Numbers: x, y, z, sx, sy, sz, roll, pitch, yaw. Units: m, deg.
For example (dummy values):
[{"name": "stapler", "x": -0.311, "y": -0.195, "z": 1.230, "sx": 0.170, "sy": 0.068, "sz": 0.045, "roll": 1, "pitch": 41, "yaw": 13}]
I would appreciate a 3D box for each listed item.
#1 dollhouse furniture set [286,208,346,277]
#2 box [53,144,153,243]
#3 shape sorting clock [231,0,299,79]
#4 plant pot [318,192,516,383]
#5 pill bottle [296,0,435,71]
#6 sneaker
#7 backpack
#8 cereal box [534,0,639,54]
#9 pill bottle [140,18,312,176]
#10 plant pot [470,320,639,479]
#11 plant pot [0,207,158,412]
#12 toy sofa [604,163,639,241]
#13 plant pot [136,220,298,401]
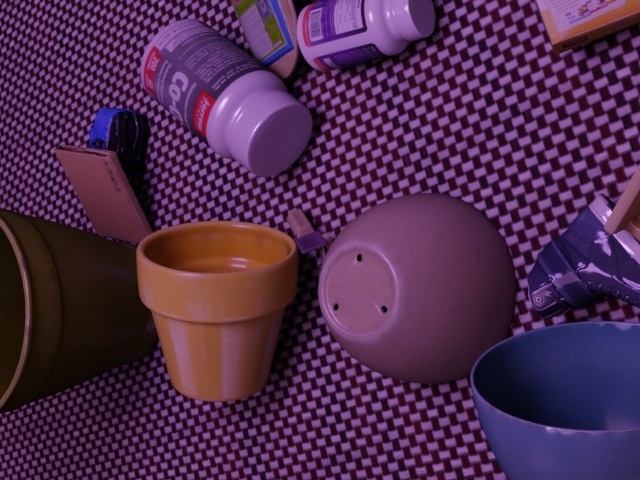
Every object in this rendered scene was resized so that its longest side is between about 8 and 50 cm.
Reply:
[{"name": "dollhouse furniture set", "x": 0.000, "y": 0.000, "z": 1.470, "sx": 0.114, "sy": 0.091, "sz": 0.081, "roll": -122, "pitch": 15, "yaw": -47}, {"name": "box", "x": -0.404, "y": -0.085, "z": 1.693, "sx": 0.164, "sy": 0.021, "sz": 0.201, "roll": 11, "pitch": 134, "yaw": 38}, {"name": "shape sorting clock", "x": -0.086, "y": -0.364, "z": 1.471, "sx": 0.206, "sy": 0.040, "sz": 0.206, "roll": 47, "pitch": 152, "yaw": 35}, {"name": "plant pot", "x": 0.106, "y": 0.071, "z": 1.277, "sx": 0.284, "sy": 0.191, "sz": 0.284, "roll": 0, "pitch": 90, "yaw": 37}, {"name": "pill bottle", "x": 0.070, "y": -0.325, "z": 1.361, "sx": 0.193, "sy": 0.108, "sz": 0.108, "roll": -6, "pitch": 86, "yaw": 36}, {"name": "sneaker", "x": 0.363, "y": 0.074, "z": 1.137, "sx": 0.163, "sy": 0.086, "sz": 0.226, "roll": -43, "pitch": 53, "yaw": 17}, {"name": "backpack", "x": -0.390, "y": -0.192, "z": 1.708, "sx": 0.101, "sy": 0.098, "sz": 0.120, "roll": 17, "pitch": 101, "yaw": 36}, {"name": "cereal box", "x": 0.344, "y": -0.382, "z": 1.165, "sx": 0.173, "sy": 0.047, "sz": 0.240, "roll": -19, "pitch": 76, "yaw": 14}, {"name": "pill bottle", "x": -0.156, "y": -0.235, "z": 1.494, "sx": 0.283, "sy": 0.161, "sz": 0.161, "roll": 41, "pitch": 112, "yaw": 30}, {"name": "plant pot", "x": 0.333, "y": 0.241, "z": 1.071, "sx": 0.290, "sy": 0.290, "sz": 0.195, "roll": 4, "pitch": 109, "yaw": 37}, {"name": "plant pot", "x": -0.482, "y": 0.120, "z": 1.614, "sx": 0.366, "sy": 0.353, "sz": 0.366, "roll": -1, "pitch": 88, "yaw": 37}, {"name": "toy sofa", "x": 0.525, "y": 0.015, "z": 1.012, "sx": 0.362, "sy": 0.177, "sz": 0.150, "roll": 45, "pitch": 139, "yaw": 28}, {"name": "plant pot", "x": -0.164, "y": 0.117, "z": 1.461, "sx": 0.254, "sy": 0.254, "sz": 0.239, "roll": 17, "pitch": 116, "yaw": 36}]
